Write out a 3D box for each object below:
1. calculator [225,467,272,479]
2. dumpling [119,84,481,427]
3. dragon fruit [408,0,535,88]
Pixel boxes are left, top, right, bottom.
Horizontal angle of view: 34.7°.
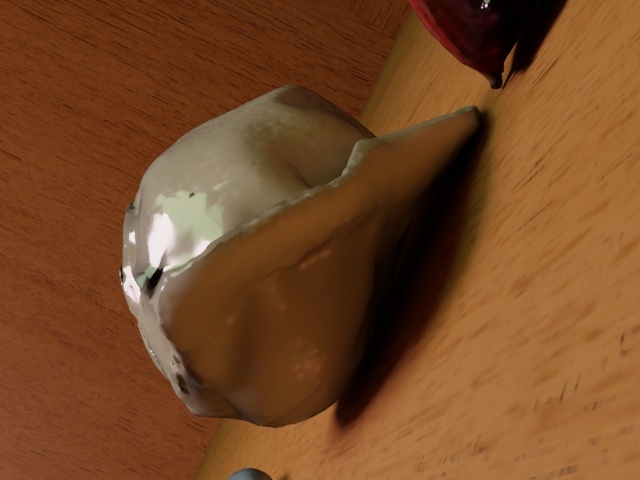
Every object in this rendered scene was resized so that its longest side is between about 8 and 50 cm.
[{"bbox_3d":[-0.096,0.268,0.768,0.185,0.041,0.299,-66,4,-32],"label":"calculator"},{"bbox_3d":[0.000,0.000,0.622,0.243,0.187,0.318,-25,10,-4],"label":"dumpling"},{"bbox_3d":[0.075,-0.285,0.626,0.329,0.228,0.286,-75,9,-66],"label":"dragon fruit"}]
